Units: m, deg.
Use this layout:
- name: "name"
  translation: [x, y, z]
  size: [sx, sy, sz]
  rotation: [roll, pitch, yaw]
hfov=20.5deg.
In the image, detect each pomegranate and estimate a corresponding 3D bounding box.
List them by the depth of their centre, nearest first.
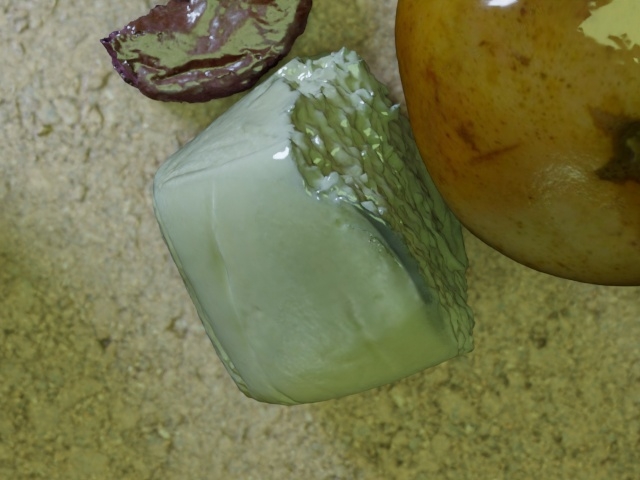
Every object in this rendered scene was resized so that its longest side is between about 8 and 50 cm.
- name: "pomegranate"
  translation: [0.269, -0.165, 1.449]
  size: [0.416, 0.416, 0.417]
  rotation: [0, 99, -1]

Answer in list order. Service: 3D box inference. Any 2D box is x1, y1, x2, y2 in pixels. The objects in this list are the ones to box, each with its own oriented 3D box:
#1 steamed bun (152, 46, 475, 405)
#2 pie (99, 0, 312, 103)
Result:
- name: "steamed bun"
  translation: [0.000, 0.000, 1.518]
  size: [0.273, 0.272, 0.290]
  rotation: [-31, 95, 5]
- name: "pie"
  translation: [-0.110, -0.234, 1.583]
  size: [0.204, 0.054, 0.219]
  rotation: [-21, 99, 3]
